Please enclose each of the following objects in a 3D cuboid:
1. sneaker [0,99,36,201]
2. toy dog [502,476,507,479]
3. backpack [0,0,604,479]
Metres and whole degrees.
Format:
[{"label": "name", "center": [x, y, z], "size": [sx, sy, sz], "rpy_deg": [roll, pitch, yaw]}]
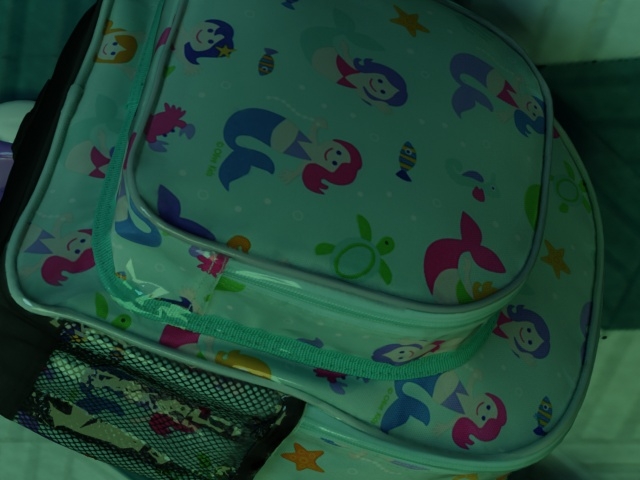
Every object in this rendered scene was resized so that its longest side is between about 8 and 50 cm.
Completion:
[{"label": "sneaker", "center": [-0.105, 0.039, 0.890], "size": [0.095, 0.104, 0.236], "rpy_deg": [-30, 121, 36]}, {"label": "toy dog", "center": [0.086, 0.263, 1.014], "size": [0.220, 0.161, 0.334], "rpy_deg": [9, 136, 9]}, {"label": "backpack", "center": [0.000, 0.000, 0.735], "size": [0.253, 0.225, 0.191], "rpy_deg": [27, 141, -16]}]
